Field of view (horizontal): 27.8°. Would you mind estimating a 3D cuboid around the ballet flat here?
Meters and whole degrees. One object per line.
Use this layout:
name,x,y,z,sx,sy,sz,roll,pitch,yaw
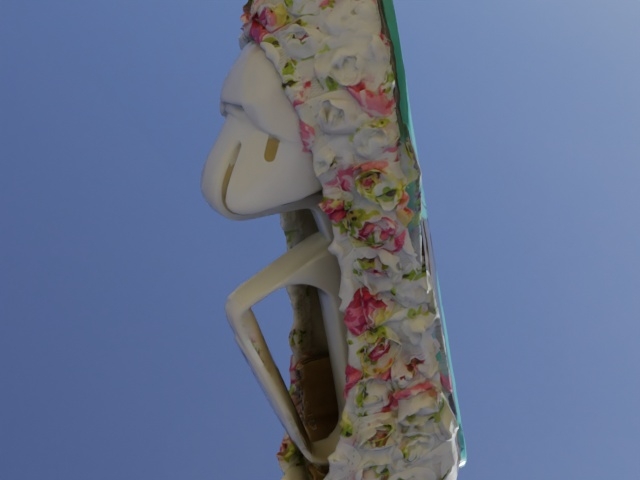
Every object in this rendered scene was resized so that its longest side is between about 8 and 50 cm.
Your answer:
ballet flat,0.000,0.000,0.465,0.077,0.241,0.091,-17,-161,-15
